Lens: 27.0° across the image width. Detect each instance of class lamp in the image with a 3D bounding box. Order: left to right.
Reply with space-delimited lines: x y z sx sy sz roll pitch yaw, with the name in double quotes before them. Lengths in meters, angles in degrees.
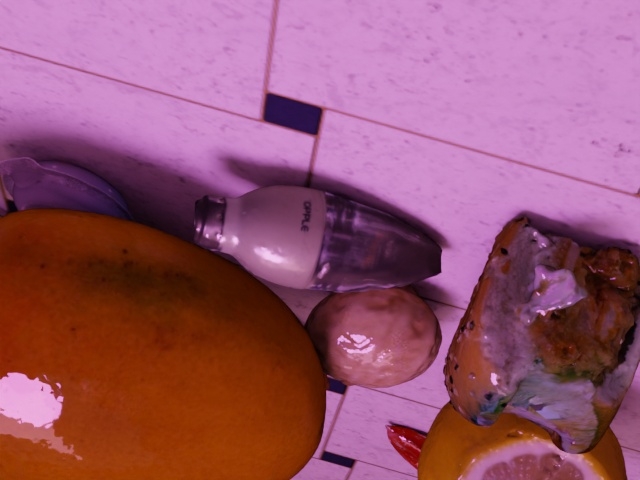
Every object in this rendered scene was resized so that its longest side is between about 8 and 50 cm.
"lamp" 0.000 0.000 1.262 0.250 0.101 0.101 9 157 -13

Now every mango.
"mango" -0.195 0.131 1.335 0.445 0.232 0.300 22 110 -18

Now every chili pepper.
"chili pepper" 0.162 0.306 1.846 0.191 0.050 0.059 38 153 -16

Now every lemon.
"lemon" 0.226 0.265 1.526 0.240 0.240 0.219 19 -165 -5

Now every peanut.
"peanut" 0.053 0.105 1.422 0.140 0.109 0.159 25 152 -2

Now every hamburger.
"hamburger" 0.210 0.109 1.267 0.167 0.192 0.288 23 156 8

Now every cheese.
"cheese" -0.241 -0.021 1.409 0.135 0.052 0.244 -5 148 40

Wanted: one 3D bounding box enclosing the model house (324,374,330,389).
"model house" -0.128 0.155 1.583 0.229 0.219 0.199 -30 112 2
